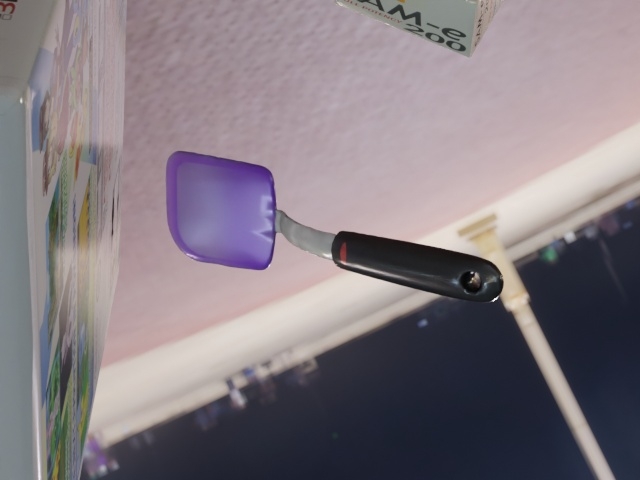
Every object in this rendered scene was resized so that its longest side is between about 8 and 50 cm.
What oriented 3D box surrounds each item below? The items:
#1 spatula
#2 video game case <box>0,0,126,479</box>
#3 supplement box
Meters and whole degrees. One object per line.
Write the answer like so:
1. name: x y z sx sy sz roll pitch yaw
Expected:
1. spatula: 0.000 0.000 0.870 0.296 0.084 0.030 16 -159 41
2. video game case: -0.129 -0.014 0.614 0.036 0.300 0.329 5 129 -5
3. supplement box: 0.053 -0.128 0.501 0.098 0.062 0.036 -59 164 -22
